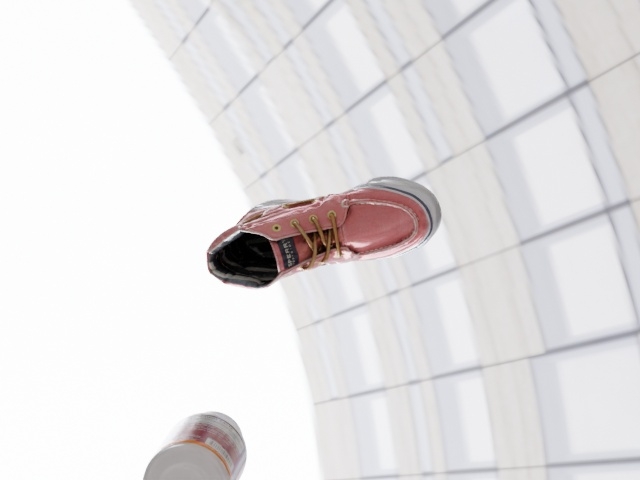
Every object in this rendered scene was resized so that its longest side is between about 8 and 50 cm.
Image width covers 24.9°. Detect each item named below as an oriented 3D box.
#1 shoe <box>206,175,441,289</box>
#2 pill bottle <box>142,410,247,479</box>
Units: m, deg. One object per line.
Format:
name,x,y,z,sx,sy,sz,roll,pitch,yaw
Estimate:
shoe,0.000,0.000,1.086,0.081,0.178,0.064,-39,-63,-51
pill bottle,-0.119,0.219,1.421,0.086,0.152,0.086,1,-81,6
